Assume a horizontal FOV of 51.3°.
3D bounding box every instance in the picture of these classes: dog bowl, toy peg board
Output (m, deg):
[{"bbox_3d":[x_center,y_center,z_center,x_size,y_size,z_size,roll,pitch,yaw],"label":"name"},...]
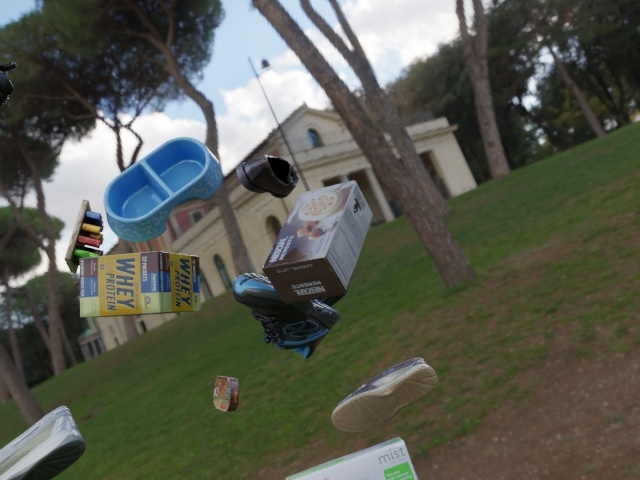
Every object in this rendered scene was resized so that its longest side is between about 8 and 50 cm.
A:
[{"bbox_3d":[-0.367,-0.127,1.534,0.297,0.166,0.074,-39,-22,-16],"label":"dog bowl"},{"bbox_3d":[-0.591,0.000,1.723,0.079,0.160,0.161,15,-18,-11],"label":"toy peg board"}]

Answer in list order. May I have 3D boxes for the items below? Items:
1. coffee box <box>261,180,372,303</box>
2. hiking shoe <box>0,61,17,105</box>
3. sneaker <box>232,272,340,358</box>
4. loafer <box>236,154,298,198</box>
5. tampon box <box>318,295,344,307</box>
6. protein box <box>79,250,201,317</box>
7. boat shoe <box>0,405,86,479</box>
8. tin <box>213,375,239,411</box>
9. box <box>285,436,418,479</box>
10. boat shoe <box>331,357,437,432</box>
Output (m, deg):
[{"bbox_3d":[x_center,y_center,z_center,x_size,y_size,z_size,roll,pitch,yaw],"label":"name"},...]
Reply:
[{"bbox_3d":[0.000,0.000,1.324,0.141,0.098,0.246,-12,34,29],"label":"coffee box"},{"bbox_3d":[-0.575,-0.245,1.101,0.114,0.086,0.227,-19,40,4],"label":"hiking shoe"},{"bbox_3d":[-0.079,0.173,1.454,0.341,0.125,0.139,32,-93,-51],"label":"sneaker"},{"bbox_3d":[-0.118,-0.182,1.835,0.095,0.109,0.302,-30,-8,21],"label":"loafer"},{"bbox_3d":[-0.025,0.117,1.786,0.120,0.101,0.161,-39,22,-2],"label":"tampon box"},{"bbox_3d":[-0.412,0.105,1.542,0.201,0.135,0.200,-5,-6,16],"label":"protein box"},{"bbox_3d":[-0.621,0.454,1.310,0.320,0.103,0.118,-34,-33,-7],"label":"boat shoe"},{"bbox_3d":[-0.298,0.483,2.100,0.040,0.106,0.190,10,-11,-24],"label":"tin"},{"bbox_3d":[0.087,0.562,1.381,0.262,0.231,0.127,-18,-13,-3],"label":"box"},{"bbox_3d":[0.157,0.385,1.673,0.285,0.102,0.092,-32,15,6],"label":"boat shoe"}]
